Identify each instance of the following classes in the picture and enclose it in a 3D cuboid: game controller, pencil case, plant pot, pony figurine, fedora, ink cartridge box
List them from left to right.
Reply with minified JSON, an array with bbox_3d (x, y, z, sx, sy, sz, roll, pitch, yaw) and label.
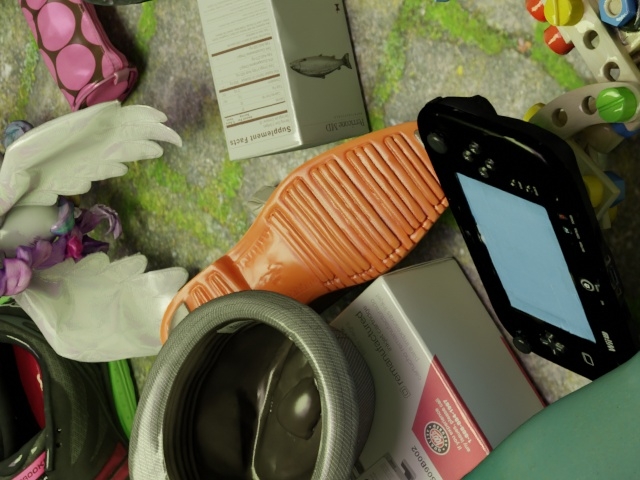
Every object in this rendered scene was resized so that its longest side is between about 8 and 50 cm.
[{"bbox_3d":[-0.322,-0.008,2.074,0.363,0.351,0.303,-131,26,-60],"label":"pony figurine"},{"bbox_3d":[-0.274,-0.243,2.131,0.098,0.095,0.209,-36,77,34],"label":"pencil case"},{"bbox_3d":[-0.045,0.175,1.819,0.243,0.124,0.275,34,111,31],"label":"fedora"},{"bbox_3d":[0.065,0.182,1.888,0.283,0.117,0.207,-45,69,38],"label":"ink cartridge box"},{"bbox_3d":[0.185,0.007,1.665,0.166,0.067,0.319,35,160,45],"label":"game controller"},{"bbox_3d":[0.264,0.231,1.631,0.271,0.271,0.255,48,113,24],"label":"plant pot"}]

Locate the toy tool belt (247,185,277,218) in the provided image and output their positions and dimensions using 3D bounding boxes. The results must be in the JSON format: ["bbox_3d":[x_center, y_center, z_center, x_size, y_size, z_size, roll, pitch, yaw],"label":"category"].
[{"bbox_3d":[-0.033,-0.025,1.989,0.083,0.052,0.051,13,139,43],"label":"toy tool belt"}]

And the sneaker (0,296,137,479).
[{"bbox_3d":[-0.268,0.277,2.156,0.185,0.202,0.483,-44,69,40],"label":"sneaker"}]

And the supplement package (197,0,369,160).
[{"bbox_3d":[-0.038,-0.178,1.914,0.105,0.105,0.179,-11,92,43],"label":"supplement package"}]

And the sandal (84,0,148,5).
[{"bbox_3d":[-0.109,-0.338,1.964,0.445,0.107,0.167,-7,93,31],"label":"sandal"}]

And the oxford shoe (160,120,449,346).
[{"bbox_3d":[0.000,0.000,1.910,0.363,0.133,0.130,-36,85,20],"label":"oxford shoe"}]

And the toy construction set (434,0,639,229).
[{"bbox_3d":[0.199,-0.182,1.680,0.328,0.151,0.215,51,129,8],"label":"toy construction set"}]
